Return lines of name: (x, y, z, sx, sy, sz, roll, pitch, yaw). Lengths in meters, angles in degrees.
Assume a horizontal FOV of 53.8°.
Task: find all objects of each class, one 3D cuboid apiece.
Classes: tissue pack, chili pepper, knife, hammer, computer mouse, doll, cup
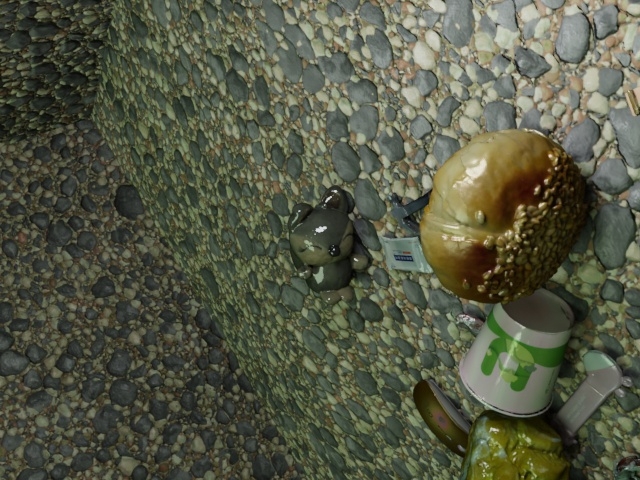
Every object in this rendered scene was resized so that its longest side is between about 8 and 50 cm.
tissue pack: (0.261, 0.041, 1.961, 0.193, 0.026, 0.123, 2, 116, 54)
chili pepper: (0.449, 0.248, 1.845, 0.153, 0.041, 0.050, 21, 153, 25)
knife: (0.688, 0.424, 1.651, 0.132, 0.038, 0.399, 44, 145, 29)
hammer: (0.302, -0.110, 1.781, 0.137, 0.037, 0.289, 62, 148, 0)
computer mouse: (0.424, 0.610, 2.127, 0.310, 0.071, 0.158, 50, 148, 16)
doll: (-0.031, 0.010, 2.150, 0.378, 0.252, 0.383, 13, 118, 49)
cup: (0.513, 0.271, 1.612, 0.253, 0.253, 0.274, 37, 132, 33)

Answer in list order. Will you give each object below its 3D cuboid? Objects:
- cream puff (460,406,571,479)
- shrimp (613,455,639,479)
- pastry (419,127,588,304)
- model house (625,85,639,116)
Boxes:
cream puff: (0.539, 0.646, 1.753, 0.275, 0.378, 0.379, 14, 132, 10)
shrimp: (0.813, 0.756, 1.584, 0.166, 0.221, 0.411, 127, 135, -66)
pastry: (0.411, -0.043, 1.383, 0.245, 0.409, 0.410, 39, 143, 47)
model house: (0.689, -0.203, 1.017, 0.326, 0.169, 0.245, -24, 83, 57)
